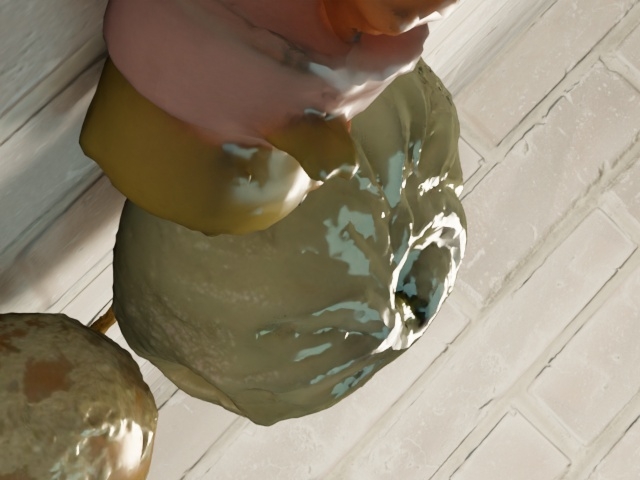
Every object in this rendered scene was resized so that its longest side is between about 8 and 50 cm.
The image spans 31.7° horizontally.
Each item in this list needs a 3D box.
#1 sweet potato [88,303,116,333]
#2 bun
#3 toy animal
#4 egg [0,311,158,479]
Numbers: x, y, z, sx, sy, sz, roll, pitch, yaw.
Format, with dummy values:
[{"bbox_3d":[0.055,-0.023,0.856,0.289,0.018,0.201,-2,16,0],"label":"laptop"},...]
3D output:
[{"bbox_3d":[-0.263,0.109,1.325,0.115,0.026,0.026,-48,176,22],"label":"sweet potato"},{"bbox_3d":[0.000,0.000,0.952,0.360,0.211,0.359,-37,143,-35],"label":"bun"},{"bbox_3d":[-0.042,-0.093,0.625,0.169,0.195,0.281,-3,154,-19],"label":"toy animal"},{"bbox_3d":[-0.230,0.148,0.835,0.233,0.195,0.195,-20,159,-41],"label":"egg"}]
